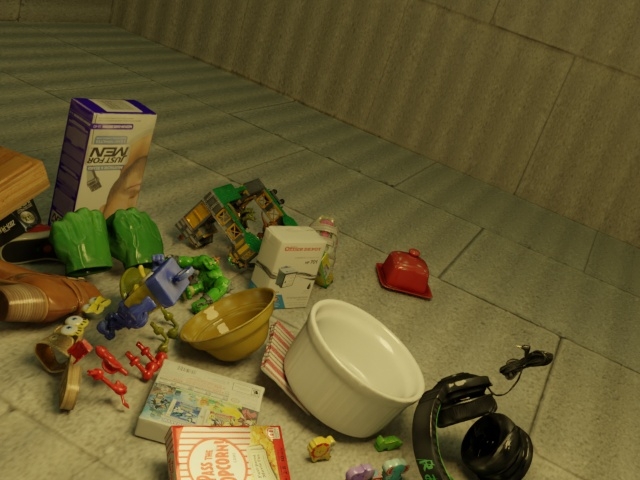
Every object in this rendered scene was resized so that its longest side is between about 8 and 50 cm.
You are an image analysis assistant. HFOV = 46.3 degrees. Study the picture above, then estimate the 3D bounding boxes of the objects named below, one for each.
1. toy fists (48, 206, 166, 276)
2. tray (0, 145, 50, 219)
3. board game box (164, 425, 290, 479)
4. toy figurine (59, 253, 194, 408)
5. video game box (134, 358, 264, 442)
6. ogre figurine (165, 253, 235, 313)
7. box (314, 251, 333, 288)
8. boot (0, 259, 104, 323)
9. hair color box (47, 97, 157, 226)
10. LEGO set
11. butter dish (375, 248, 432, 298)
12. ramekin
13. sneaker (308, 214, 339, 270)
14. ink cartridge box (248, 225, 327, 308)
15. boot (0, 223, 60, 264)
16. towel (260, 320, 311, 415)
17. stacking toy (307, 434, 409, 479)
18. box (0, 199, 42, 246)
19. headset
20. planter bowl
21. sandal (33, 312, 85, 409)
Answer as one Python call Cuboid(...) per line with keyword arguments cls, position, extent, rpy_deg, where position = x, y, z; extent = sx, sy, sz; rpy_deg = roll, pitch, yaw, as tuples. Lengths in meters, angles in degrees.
Cuboid(cls="toy fists", position=(-0.475, 0.000, 1.678), extent=(0.279, 0.096, 0.142), rpy_deg=(-4, 75, -50))
Cuboid(cls="tray", position=(-0.777, -0.062, 1.508), extent=(0.202, 0.076, 0.411), rpy_deg=(19, 44, 24))
Cuboid(cls="board game box", position=(-0.147, 0.375, 1.209), extent=(0.193, 0.045, 0.147), rpy_deg=(6, 46, -26))
Cuboid(cls="toy figurine", position=(-0.300, 0.119, 1.424), extent=(0.191, 0.217, 0.362), rpy_deg=(50, 18, -8))
Cuboid(cls="video game box", position=(-0.213, 0.309, 1.363), extent=(0.205, 0.048, 0.187), rpy_deg=(17, 21, -4))
Cuboid(cls="ogre figurine", position=(-0.287, 0.090, 1.759), extent=(0.118, 0.097, 0.197), rpy_deg=(-20, 25, -30))
Cuboid(cls="box", position=(-0.024, 0.064, 1.977), extent=(0.105, 0.043, 0.179), rpy_deg=(27, -19, 21))
Cuboid(cls="boot", position=(-0.595, 0.082, 1.522), extent=(0.283, 0.109, 0.220), rpy_deg=(21, 12, 36))
Cuboid(cls="hair color box", position=(-0.534, -0.170, 1.827), extent=(0.110, 0.339, 0.185), rpy_deg=(34, 27, 30))
Cuboid(cls="LEGO set", position=(-0.232, -0.025, 2.022), extent=(0.255, 0.192, 0.331), rpy_deg=(49, 27, -3))
Cuboid(cls="butter dish", position=(0.254, 0.078, 2.161), extent=(0.159, 0.118, 0.160), rpy_deg=(14, 23, -9))
Cuboid(cls="ramekin", position=(0.060, 0.259, 1.498), extent=(0.277, 0.135, 0.277), rpy_deg=(32, 22, -15))
Cuboid(cls="sneaker", position=(0.000, 0.000, 2.151), extent=(0.102, 0.111, 0.252), rpy_deg=(14, 23, -11))
Cuboid(cls="ink cartridge box", position=(-0.083, 0.067, 1.829), extent=(0.139, 0.191, 0.082), rpy_deg=(0, 30, -36))
Cuboid(cls="boot", position=(-0.635, -0.020, 1.744), extent=(0.244, 0.088, 0.176), rpy_deg=(-1, 28, -32))
Cuboid(cls="towel", position=(-0.062, 0.262, 1.545), extent=(0.144, 0.029, 0.197), rpy_deg=(47, 18, -14))
Cuboid(cls="stacking toy", position=(0.104, 0.418, 1.356), extent=(0.221, 0.052, 0.167), rpy_deg=(3, 27, -34))
Cuboid(cls="box", position=(-0.730, -0.057, 1.638), extent=(0.180, 0.078, 0.147), rpy_deg=(18, 42, 34))
Cuboid(cls="headset", position=(0.323, 0.342, 1.423), extent=(0.243, 0.185, 0.394), rpy_deg=(55, 39, -5))
Cuboid(cls="planter bowl", position=(-0.177, 0.189, 1.560), extent=(0.217, 0.090, 0.217), rpy_deg=(-21, 16, 6))
Cuboid(cls="sandal", position=(-0.476, 0.204, 1.348), extent=(0.079, 0.088, 0.240), rpy_deg=(15, 27, -24))
